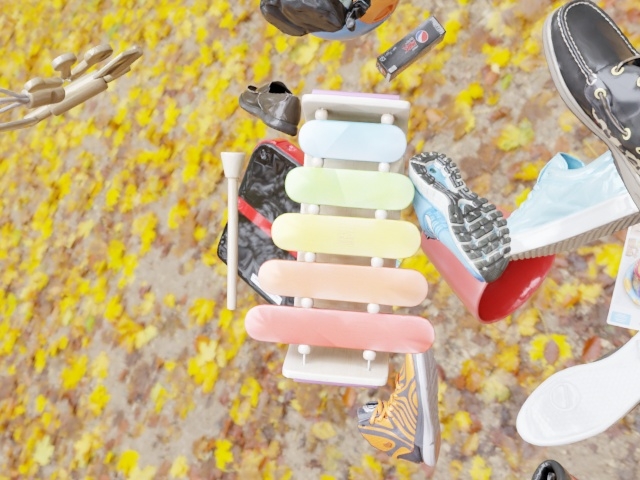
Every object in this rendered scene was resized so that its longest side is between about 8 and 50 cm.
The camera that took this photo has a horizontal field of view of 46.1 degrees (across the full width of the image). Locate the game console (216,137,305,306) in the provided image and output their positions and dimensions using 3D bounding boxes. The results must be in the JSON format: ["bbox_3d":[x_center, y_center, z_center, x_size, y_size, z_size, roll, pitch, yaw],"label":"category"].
[{"bbox_3d":[-0.057,-0.009,1.667,0.386,0.060,0.342,39,119,31],"label":"game console"}]

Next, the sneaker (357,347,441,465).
[{"bbox_3d":[0.164,0.356,1.652,0.180,0.321,0.124,2,21,19],"label":"sneaker"}]

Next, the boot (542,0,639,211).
[{"bbox_3d":[0.461,-0.211,0.977,0.138,0.284,0.378,-21,78,-15],"label":"boot"}]

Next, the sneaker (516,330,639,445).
[{"bbox_3d":[0.437,0.231,1.136,0.295,0.147,0.105,-34,58,4],"label":"sneaker"}]

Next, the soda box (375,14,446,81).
[{"bbox_3d":[0.209,-0.444,1.743,0.169,0.060,0.053,-37,84,-3],"label":"soda box"}]

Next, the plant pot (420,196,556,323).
[{"bbox_3d":[0.392,0.027,1.826,0.275,0.275,0.243,-51,55,8],"label":"plant pot"}]

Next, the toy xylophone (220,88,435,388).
[{"bbox_3d":[0.000,0.000,0.827,0.236,0.081,0.323,-4,94,6],"label":"toy xylophone"}]

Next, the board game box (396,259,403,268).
[{"bbox_3d":[0.059,-0.008,1.209,0.048,0.141,0.170,-57,4,12],"label":"board game box"}]

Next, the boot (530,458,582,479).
[{"bbox_3d":[0.332,0.423,0.986,0.088,0.176,0.244,-30,37,38],"label":"boot"}]

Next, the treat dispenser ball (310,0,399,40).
[{"bbox_3d":[0.039,-0.562,1.555,0.288,0.288,0.288,-23,52,33],"label":"treat dispenser ball"}]

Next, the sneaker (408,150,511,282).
[{"bbox_3d":[0.144,-0.019,0.801,0.063,0.073,0.162,-16,57,-19],"label":"sneaker"}]

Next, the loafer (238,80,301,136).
[{"bbox_3d":[-0.082,-0.253,1.378,0.078,0.080,0.220,-64,34,11],"label":"loafer"}]

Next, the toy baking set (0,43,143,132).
[{"bbox_3d":[-0.348,-0.191,0.950,0.256,0.030,0.197,-29,2,3],"label":"toy baking set"}]

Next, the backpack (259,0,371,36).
[{"bbox_3d":[0.002,-0.368,0.982,0.152,0.115,0.182,15,80,43],"label":"backpack"}]

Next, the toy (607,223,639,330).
[{"bbox_3d":[0.624,0.054,1.385,0.136,0.056,0.237,12,62,24],"label":"toy"}]

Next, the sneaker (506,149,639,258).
[{"bbox_3d":[0.408,-0.065,1.280,0.366,0.135,0.150,-25,70,45],"label":"sneaker"}]
